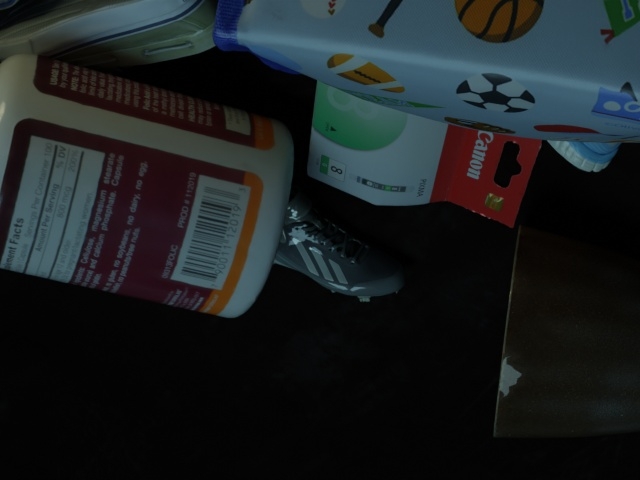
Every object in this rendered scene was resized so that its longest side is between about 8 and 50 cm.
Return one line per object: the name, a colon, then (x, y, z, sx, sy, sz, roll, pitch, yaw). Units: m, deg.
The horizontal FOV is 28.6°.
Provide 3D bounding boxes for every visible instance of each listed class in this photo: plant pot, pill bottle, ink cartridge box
plant pot: (0.299, 0.105, 1.246, 0.230, 0.215, 0.215, 7, 140, 9)
pill bottle: (-0.245, -0.064, 1.304, 0.392, 0.224, 0.224, 14, 148, -15)
ink cartridge box: (0.100, -0.094, 1.265, 0.225, 0.056, 0.181, 25, 145, 13)

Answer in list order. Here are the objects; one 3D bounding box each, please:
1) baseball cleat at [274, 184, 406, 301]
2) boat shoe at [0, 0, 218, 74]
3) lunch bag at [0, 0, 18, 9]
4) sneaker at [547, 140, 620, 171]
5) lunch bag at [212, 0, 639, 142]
baseball cleat: (0.000, 0.000, 1.439, 0.206, 0.072, 0.109, 15, 135, 18)
boat shoe: (-0.231, -0.217, 1.324, 0.302, 0.109, 0.094, -4, 133, 37)
lunch bag: (-0.403, -0.323, 1.338, 0.219, 0.090, 0.176, 1, 133, 37)
sneaker: (0.211, -0.135, 1.139, 0.162, 0.063, 0.073, 32, 128, -7)
lunch bag: (0.139, -0.191, 0.898, 0.328, 0.239, 0.385, 14, -178, 13)
